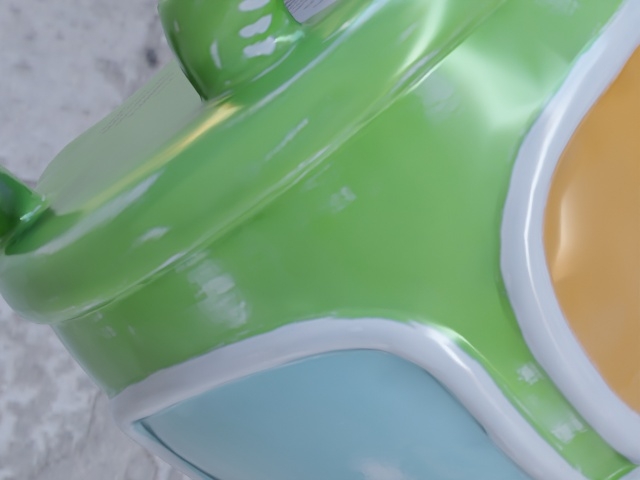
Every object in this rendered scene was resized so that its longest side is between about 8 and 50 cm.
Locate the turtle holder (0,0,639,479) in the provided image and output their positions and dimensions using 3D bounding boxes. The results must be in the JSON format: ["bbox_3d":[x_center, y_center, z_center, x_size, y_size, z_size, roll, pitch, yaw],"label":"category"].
[{"bbox_3d":[0.001,0.005,0.568,0.227,0.320,0.243,50,23,-13],"label":"turtle holder"}]
